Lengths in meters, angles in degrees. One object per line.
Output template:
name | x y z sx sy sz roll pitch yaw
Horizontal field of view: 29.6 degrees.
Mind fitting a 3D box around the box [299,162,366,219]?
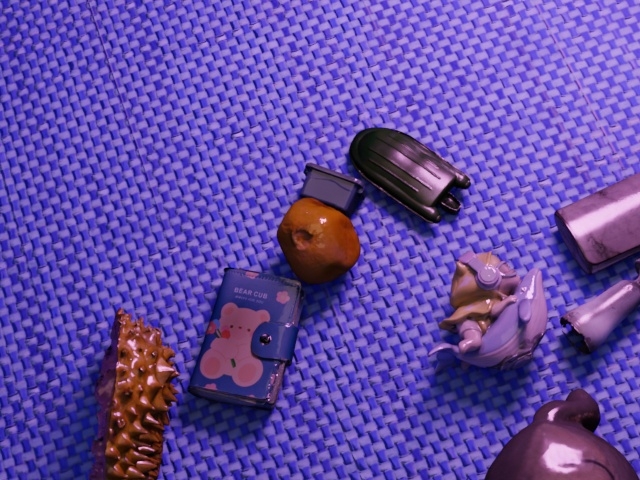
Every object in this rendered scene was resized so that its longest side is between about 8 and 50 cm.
box | 0.016 -0.073 1.868 0.099 0.074 0.054 20 79 14

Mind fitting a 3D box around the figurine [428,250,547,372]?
figurine | 0.237 0.108 1.738 0.208 0.128 0.184 -35 65 -5

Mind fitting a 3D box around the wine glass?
wine glass | 0.427 0.096 1.754 0.155 0.072 0.072 -36 68 -10

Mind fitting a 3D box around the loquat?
loquat | 0.000 0.000 1.805 0.113 0.137 0.137 -43 64 25

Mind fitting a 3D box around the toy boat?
toy boat | 0.133 -0.109 1.882 0.210 0.052 0.104 35 76 20

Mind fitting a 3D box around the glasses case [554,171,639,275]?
glasses case | 0.507 -0.056 1.817 0.299 0.060 0.114 -25 66 -6

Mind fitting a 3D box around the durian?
durian | -0.257 0.250 1.706 0.112 0.191 0.341 11 64 -18

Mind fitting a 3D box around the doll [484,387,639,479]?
doll | 0.228 0.355 1.545 0.378 0.252 0.382 8 38 27

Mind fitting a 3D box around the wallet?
wallet | -0.104 0.148 1.788 0.141 0.059 0.202 9 66 15
